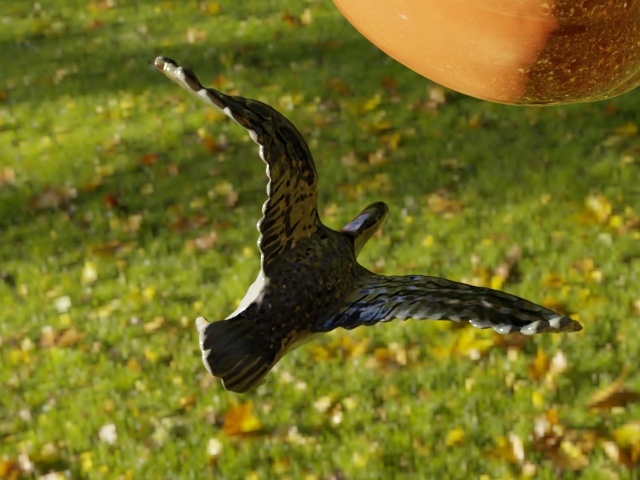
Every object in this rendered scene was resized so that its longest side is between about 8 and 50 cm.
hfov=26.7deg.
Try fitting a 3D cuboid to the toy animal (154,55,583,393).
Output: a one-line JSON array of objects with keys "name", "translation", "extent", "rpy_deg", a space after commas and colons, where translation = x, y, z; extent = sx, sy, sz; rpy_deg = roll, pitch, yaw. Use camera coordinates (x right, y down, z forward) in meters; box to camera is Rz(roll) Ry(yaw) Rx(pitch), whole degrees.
[{"name": "toy animal", "translation": [-0.010, 0.011, 0.812], "extent": [0.160, 0.272, 0.197], "rpy_deg": [-47, 0, 0]}]

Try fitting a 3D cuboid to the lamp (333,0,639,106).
[{"name": "lamp", "translation": [0.073, -0.144, 0.478], "extent": [0.164, 0.187, 0.188], "rpy_deg": [27, 36, 22]}]
